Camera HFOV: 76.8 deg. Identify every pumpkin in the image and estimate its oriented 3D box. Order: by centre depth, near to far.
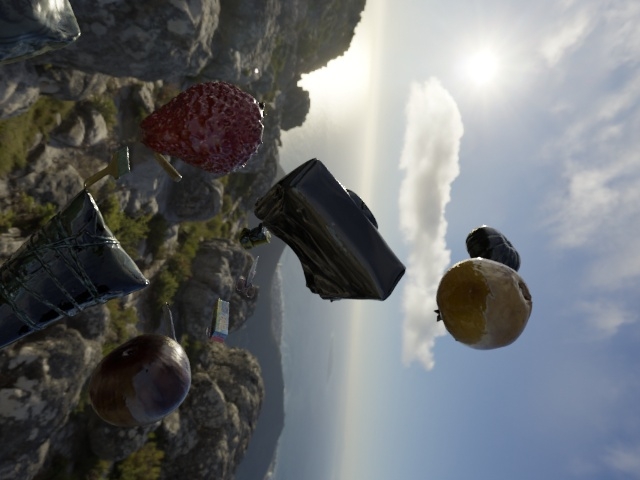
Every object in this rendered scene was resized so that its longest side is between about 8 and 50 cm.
[{"bbox_3d":[0.580,0.045,1.371,0.140,0.202,0.202,-41,-163,26],"label":"pumpkin"}]

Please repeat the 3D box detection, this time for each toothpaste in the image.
[{"bbox_3d":[-0.382,0.291,1.499,0.044,0.070,0.193,-56,-157,18],"label":"toothpaste"},{"bbox_3d":[-0.602,0.394,1.626,0.068,0.099,0.282,5,66,-60],"label":"toothpaste"}]

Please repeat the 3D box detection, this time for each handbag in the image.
[{"bbox_3d":[0.000,0.000,0.799,0.113,0.285,0.257,-47,-167,-31],"label":"handbag"}]

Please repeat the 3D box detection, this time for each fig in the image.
[{"bbox_3d":[-0.428,0.342,0.985,0.214,0.235,0.235,48,25,-18],"label":"fig"}]

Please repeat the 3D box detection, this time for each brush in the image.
[{"bbox_3d":[-0.605,-0.190,1.132,0.011,0.205,0.083,15,61,-59],"label":"brush"}]

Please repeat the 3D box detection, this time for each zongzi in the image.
[{"bbox_3d":[-0.662,0.118,0.971,0.362,0.384,0.319,-113,180,-57],"label":"zongzi"}]

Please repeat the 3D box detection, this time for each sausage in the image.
[{"bbox_3d":[-0.432,-0.208,1.136,0.024,0.132,0.024,-34,150,-23],"label":"sausage"}]

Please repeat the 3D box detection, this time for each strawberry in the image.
[{"bbox_3d":[-0.291,-0.294,1.024,0.258,0.261,0.260,27,62,-44],"label":"strawberry"}]

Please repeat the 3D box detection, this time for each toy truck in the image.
[{"bbox_3d":[-0.185,-0.008,1.127,0.049,0.083,0.054,-91,160,-49],"label":"toy truck"}]

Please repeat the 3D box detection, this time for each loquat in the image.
[{"bbox_3d":[0.364,0.145,0.914,0.208,0.208,0.207,4,90,-84],"label":"loquat"}]

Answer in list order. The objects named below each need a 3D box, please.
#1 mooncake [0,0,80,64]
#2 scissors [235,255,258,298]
[{"bbox_3d":[-0.491,-0.367,0.539,0.254,0.136,0.250,-41,129,-41],"label":"mooncake"},{"bbox_3d":[-0.261,0.129,1.500,0.085,0.022,0.176,40,45,-28],"label":"scissors"}]
